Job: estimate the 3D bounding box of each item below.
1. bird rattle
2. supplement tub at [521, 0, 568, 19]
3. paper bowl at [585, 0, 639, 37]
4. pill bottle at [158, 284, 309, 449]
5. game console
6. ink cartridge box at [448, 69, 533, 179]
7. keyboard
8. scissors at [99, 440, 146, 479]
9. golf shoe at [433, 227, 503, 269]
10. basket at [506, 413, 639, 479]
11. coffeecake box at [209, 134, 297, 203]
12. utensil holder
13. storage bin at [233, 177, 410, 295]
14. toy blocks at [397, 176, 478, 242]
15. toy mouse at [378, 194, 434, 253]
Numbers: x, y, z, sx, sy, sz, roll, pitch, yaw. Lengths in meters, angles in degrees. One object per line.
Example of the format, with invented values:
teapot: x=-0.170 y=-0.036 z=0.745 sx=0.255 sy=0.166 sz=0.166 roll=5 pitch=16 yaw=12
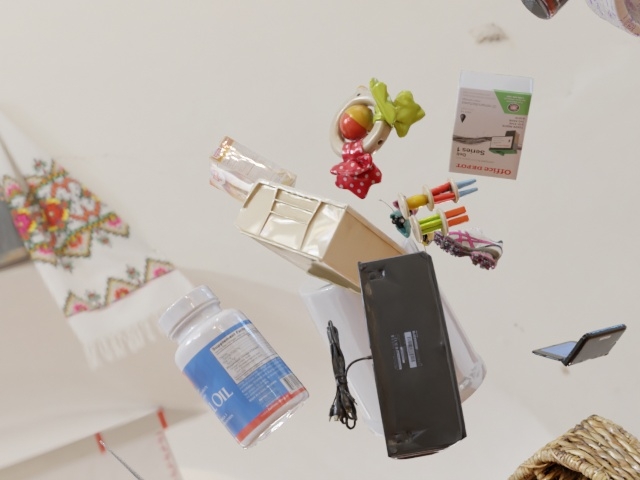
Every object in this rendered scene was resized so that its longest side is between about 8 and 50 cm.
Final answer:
bird rattle: x=0.098 y=-0.229 z=1.968 sx=0.143 sy=0.207 sz=0.254 roll=18 pitch=-70 yaw=-38
supplement tub: x=0.540 y=-0.593 z=2.022 sx=0.198 sy=0.106 sz=0.106 roll=-46 pitch=-29 yaw=-3
paper bowl: x=0.550 y=-0.493 z=1.509 sx=0.284 sy=0.148 sz=0.284 roll=-17 pitch=-48 yaw=-21
pill bottle: x=-0.129 y=0.176 z=1.298 sx=0.124 sy=0.221 sz=0.124 roll=-39 pitch=-13 yaw=-10
game console: x=0.443 y=0.169 z=1.559 sx=0.122 sy=0.071 sz=0.107 roll=-7 pitch=-45 yaw=-38
ink cartridge box: x=0.373 y=-0.252 z=2.011 sx=0.160 sy=0.093 sz=0.220 roll=7 pitch=-54 yaw=9
keyboard: x=0.101 y=0.178 z=1.406 sx=0.201 sy=0.317 sz=0.033 roll=-10 pitch=-23 yaw=6
scissors: x=-0.271 y=0.439 z=1.549 sx=0.021 sy=0.297 sz=0.109 roll=-51 pitch=-3 yaw=-1
golf shoe: x=0.365 y=0.002 z=2.273 sx=0.086 sy=0.186 sz=0.067 roll=-61 pitch=-9 yaw=-25
basket: x=0.390 y=0.422 z=1.255 sx=0.223 sy=0.299 sz=0.214 roll=-25 pitch=-35 yaw=-21
coffeecake box: x=-0.152 y=-0.134 z=2.019 sx=0.068 sy=0.185 sz=0.142 roll=-58 pitch=-6 yaw=-22
utensil holder: x=0.167 y=0.215 z=2.177 sx=0.327 sy=0.386 sz=0.327 roll=-27 pitch=11 yaw=6
storage bin: x=0.000 y=0.000 z=1.869 sx=0.262 sy=0.260 sz=0.123 roll=34 pitch=-101 yaw=-50
toy blocks: x=0.230 y=-0.063 z=1.665 sx=0.148 sy=0.123 sz=0.054 roll=-18 pitch=-47 yaw=-6
toy mouse: x=0.179 y=-0.052 z=1.870 sx=0.031 sy=0.143 sz=0.161 roll=-39 pitch=-30 yaw=-21
